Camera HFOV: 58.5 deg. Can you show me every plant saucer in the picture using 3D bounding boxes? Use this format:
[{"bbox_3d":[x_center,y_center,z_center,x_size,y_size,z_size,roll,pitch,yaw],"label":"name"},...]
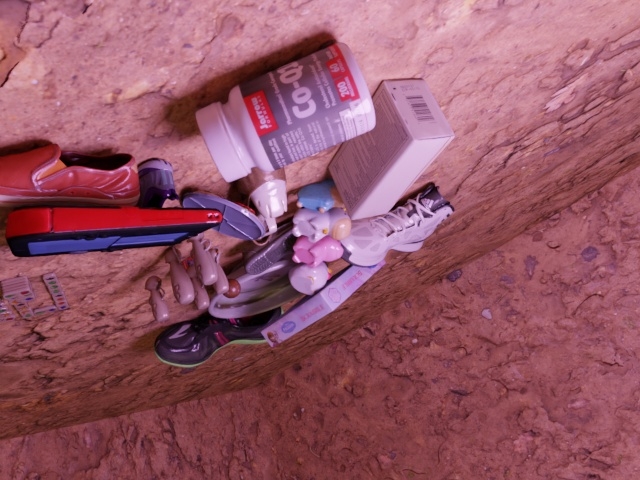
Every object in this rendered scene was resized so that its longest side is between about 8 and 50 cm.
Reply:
[{"bbox_3d":[-0.175,0.123,1.819,0.400,0.101,0.400,-20,160,-7],"label":"plant saucer"}]

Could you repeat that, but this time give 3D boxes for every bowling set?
[{"bbox_3d":[-0.321,0.093,1.520,0.287,0.154,0.199,-34,157,30],"label":"bowling set"}]

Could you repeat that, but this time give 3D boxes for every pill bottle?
[{"bbox_3d":[-0.061,-0.217,1.001,0.283,0.161,0.161,-23,160,1],"label":"pill bottle"}]

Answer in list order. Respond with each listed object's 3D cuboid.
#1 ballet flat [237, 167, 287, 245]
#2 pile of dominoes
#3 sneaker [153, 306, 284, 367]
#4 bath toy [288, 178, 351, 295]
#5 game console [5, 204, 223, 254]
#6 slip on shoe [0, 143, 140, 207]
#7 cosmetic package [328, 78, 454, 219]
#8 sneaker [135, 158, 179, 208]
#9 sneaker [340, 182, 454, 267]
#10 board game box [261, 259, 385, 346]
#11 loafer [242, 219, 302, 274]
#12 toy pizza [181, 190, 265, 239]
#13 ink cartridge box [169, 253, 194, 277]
[{"bbox_3d":[-0.131,-0.085,1.312,0.116,0.124,0.342,-19,159,-22],"label":"ballet flat"},{"bbox_3d":[-0.743,0.161,1.424,0.195,0.040,0.251,-14,158,-21],"label":"pile of dominoes"},{"bbox_3d":[-0.356,0.297,2.027,0.482,0.185,0.202,-16,141,-26],"label":"sneaker"},{"bbox_3d":[0.000,0.000,1.537,0.129,0.151,0.348,-57,164,-45],"label":"bath toy"},{"bbox_3d":[-0.399,-0.010,1.088,0.341,0.060,0.386,0,175,-27],"label":"game console"},{"bbox_3d":[-0.464,-0.115,0.953,0.331,0.123,0.101,1,116,-35],"label":"slip on shoe"},{"bbox_3d":[0.145,-0.194,1.274,0.113,0.160,0.309,-11,158,-28],"label":"cosmetic package"},{"bbox_3d":[-0.377,-0.069,1.140,0.223,0.098,0.083,-32,157,24],"label":"sneaker"},{"bbox_3d":[0.230,-0.074,1.715,0.447,0.169,0.257,-12,150,-47],"label":"sneaker"},{"bbox_3d":[0.011,0.176,1.773,0.318,0.066,0.318,-38,178,43],"label":"board game box"},{"bbox_3d":[-0.117,-0.007,1.598,0.251,0.087,0.094,-33,144,-11],"label":"loafer"},{"bbox_3d":[-0.216,-0.061,1.295,0.201,0.032,0.201,18,159,7],"label":"toy pizza"},{"bbox_3d":[-0.365,0.076,1.611,0.115,0.029,0.063,-33,156,28],"label":"ink cartridge box"}]
